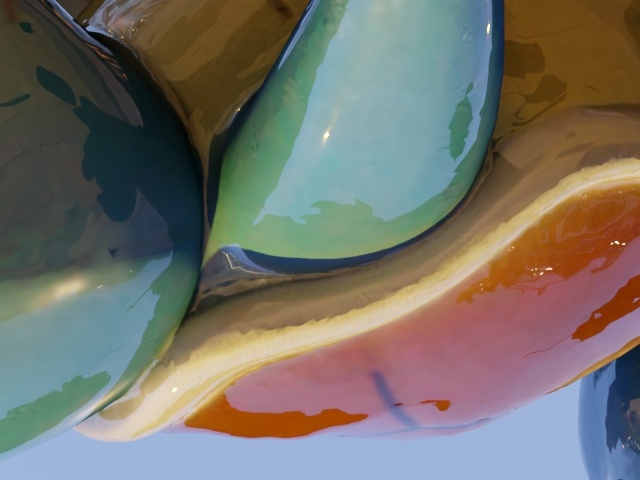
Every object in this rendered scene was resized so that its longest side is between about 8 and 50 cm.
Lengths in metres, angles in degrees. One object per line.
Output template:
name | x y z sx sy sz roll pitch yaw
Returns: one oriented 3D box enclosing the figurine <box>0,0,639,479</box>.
figurine | 0.018 -0.036 0.599 0.416 0.243 0.298 11 -170 -34
